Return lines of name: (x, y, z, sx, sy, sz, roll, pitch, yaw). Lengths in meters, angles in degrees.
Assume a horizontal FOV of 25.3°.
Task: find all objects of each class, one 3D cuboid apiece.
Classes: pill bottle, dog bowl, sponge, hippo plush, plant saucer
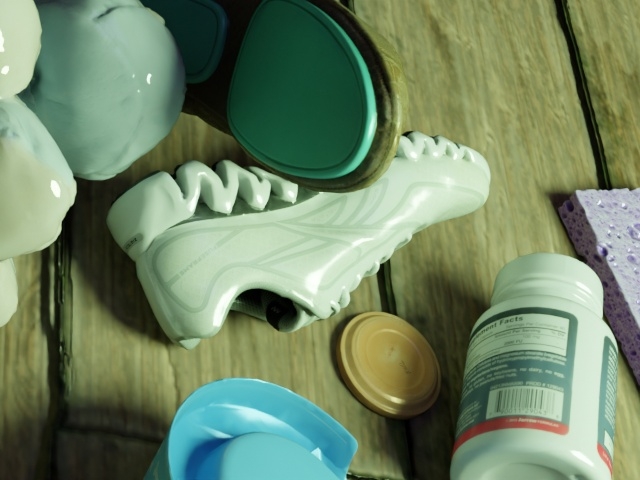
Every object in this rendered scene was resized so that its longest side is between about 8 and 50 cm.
pill bottle: (0.154, 0.101, 1.000, 0.108, 0.108, 0.180, 28, 47, -14)
dog bowl: (0.011, 0.213, 0.825, 0.297, 0.074, 0.166, 45, 30, 2)
sponge: (0.284, 0.051, 1.177, 0.117, 0.031, 0.210, -2, 59, -35)
hippo plush: (-0.214, -0.066, 0.851, 0.294, 0.234, 0.236, 11, 15, 28)
plant saucer: (0.050, 0.087, 1.007, 0.083, 0.013, 0.083, 18, 51, -23)

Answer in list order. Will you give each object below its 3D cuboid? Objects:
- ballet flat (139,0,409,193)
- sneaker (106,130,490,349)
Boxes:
ballet flat: (-0.026, -0.107, 0.941, 0.124, 0.116, 0.342, 11, 8, -41)
sneaker: (0.000, 0.000, 0.985, 0.292, 0.110, 0.118, -12, 73, -30)
